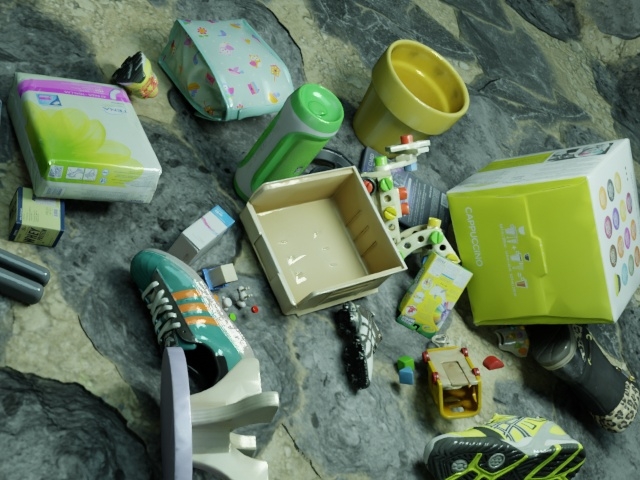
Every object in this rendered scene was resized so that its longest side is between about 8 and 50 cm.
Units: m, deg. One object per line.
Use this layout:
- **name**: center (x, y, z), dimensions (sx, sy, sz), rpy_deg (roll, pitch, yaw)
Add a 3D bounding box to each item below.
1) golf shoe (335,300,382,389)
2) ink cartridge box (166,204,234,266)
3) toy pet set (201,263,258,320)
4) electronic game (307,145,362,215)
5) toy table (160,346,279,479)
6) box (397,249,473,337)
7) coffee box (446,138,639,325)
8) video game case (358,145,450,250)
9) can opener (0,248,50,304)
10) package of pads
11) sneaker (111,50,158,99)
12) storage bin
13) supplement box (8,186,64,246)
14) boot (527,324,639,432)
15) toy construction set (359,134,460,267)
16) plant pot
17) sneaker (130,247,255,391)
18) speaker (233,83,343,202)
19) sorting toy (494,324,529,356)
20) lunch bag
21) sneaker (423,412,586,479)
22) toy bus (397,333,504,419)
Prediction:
- **golf shoe**: center (0.095, 0.217, 1.724), dimensions (0.094, 0.077, 0.198), rpy_deg (13, 51, -29)
- **ink cartridge box**: center (-0.238, -0.004, 1.638), dimensions (0.052, 0.088, 0.122), rpy_deg (44, 42, 0)
- **toy pet set**: center (-0.195, 0.106, 1.607), dimensions (0.122, 0.065, 0.114), rpy_deg (-10, 79, -59)
- **electronic game**: center (0.010, -0.133, 1.962), dimensions (0.229, 0.048, 0.229), rpy_deg (14, 55, -21)
- **toy table**: center (-0.170, 0.303, 1.347), dimensions (0.161, 0.252, 0.274), rpy_deg (3, 67, -17)
- **box**: center (0.252, 0.125, 1.873), dimensions (0.105, 0.179, 0.043), rpy_deg (28, 7, -16)
- **coffee box**: center (0.539, -0.017, 1.947), dimensions (0.334, 0.338, 0.337), rpy_deg (-31, 111, -51)
- **video game case**: center (0.212, -0.108, 2.114), dimensions (0.274, 0.026, 0.196), rpy_deg (29, 44, -14)
- **can opener**: center (-0.582, 0.017, 1.367), dimensions (0.280, 0.093, 0.074), rpy_deg (30, 43, -21)
- **package of pads**: center (-0.450, -0.194, 1.586), dimensions (0.229, 0.101, 0.296), rpy_deg (3, 42, -36)
- **sneaker**: center (-0.377, -0.341, 1.757), dimensions (0.094, 0.081, 0.208), rpy_deg (42, -1, -22)
- **storage bin**: center (0.000, 0.000, 1.762), dimensions (0.260, 0.123, 0.262), rpy_deg (-14, 69, -34)
- **supplement box**: center (-0.508, -0.042, 1.488), dimensions (0.083, 0.056, 0.083), rpy_deg (11, 51, -31)
- **boot**: center (0.650, 0.276, 2.054), dimensions (0.284, 0.138, 0.377), rpy_deg (47, 24, -10)
- **toy construction set**: center (0.191, -0.082, 1.912), dimensions (0.215, 0.151, 0.327), rpy_deg (-9, 87, 0)
- **plant pot**: center (0.212, -0.345, 2.146), dimensions (0.254, 0.239, 0.254), rpy_deg (21, 46, -24)
- **sneaker**: center (-0.250, 0.146, 1.494), dimensions (0.302, 0.108, 0.121), rpy_deg (48, 38, 3)
- **speaker**: center (-0.073, -0.196, 1.764), dimensions (0.131, 0.296, 0.131), rpy_deg (20, 47, -23)
- **sorting toy**: center (0.461, 0.239, 2.019), dimensions (0.075, 0.045, 0.083), rpy_deg (-1, 56, -15)
- **lunch bag**: center (-0.207, -0.378, 1.917), dimensions (0.223, 0.160, 0.262), rpy_deg (-18, 63, -45)
- **sneaker**: center (0.366, 0.441, 1.734), dimensions (0.385, 0.145, 0.147), rpy_deg (9, 21, -29)
- **toy bus**: center (0.276, 0.300, 1.772), dimensions (0.202, 0.191, 0.104), rpy_deg (-22, 115, -45)
